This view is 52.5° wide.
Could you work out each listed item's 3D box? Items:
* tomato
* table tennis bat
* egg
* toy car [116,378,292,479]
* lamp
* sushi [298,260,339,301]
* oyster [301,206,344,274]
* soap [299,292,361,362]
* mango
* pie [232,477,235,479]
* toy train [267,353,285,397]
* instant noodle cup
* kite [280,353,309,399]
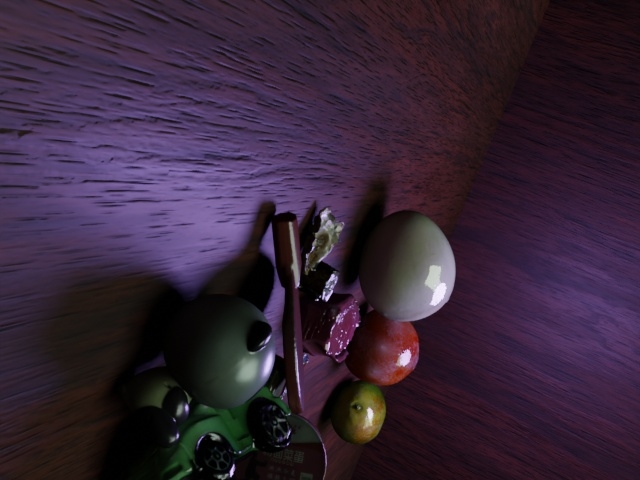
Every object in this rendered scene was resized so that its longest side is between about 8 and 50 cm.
[{"bbox_3d":[0.215,0.366,2.212,0.265,0.265,0.265,-54,158,-33],"label":"tomato"},{"bbox_3d":[-0.056,0.148,1.288,0.268,0.051,0.415,-93,180,-70],"label":"table tennis bat"},{"bbox_3d":[0.248,0.072,1.881,0.283,0.283,0.345,-50,142,-40],"label":"egg"},{"bbox_3d":[-0.200,0.348,1.150,0.213,0.176,0.358,-40,163,26],"label":"toy car"},{"bbox_3d":[-0.183,0.194,1.007,0.244,0.198,0.198,-43,156,-13],"label":"lamp"},{"bbox_3d":[-0.011,0.095,1.499,0.098,0.084,0.094,-55,163,-16],"label":"sushi"},{"bbox_3d":[-0.008,0.005,1.445,0.103,0.051,0.148,39,75,-53],"label":"oyster"},{"bbox_3d":[0.017,0.216,1.683,0.289,0.112,0.182,64,42,-64],"label":"soap"},{"bbox_3d":[0.146,0.642,2.451,0.382,0.201,0.225,41,52,-82],"label":"mango"},{"bbox_3d":[-0.253,0.728,1.652,0.282,0.068,0.128,-63,163,-21],"label":"pie"},{"bbox_3d":[-0.141,0.323,1.399,0.188,0.099,0.072,-68,162,4],"label":"toy train"},{"bbox_3d":[-0.093,0.540,1.643,0.235,0.234,0.178,-64,172,-4],"label":"instant noodle cup"},{"bbox_3d":[-0.070,0.360,1.785,0.189,0.009,0.232,-11,123,-68],"label":"kite"}]
